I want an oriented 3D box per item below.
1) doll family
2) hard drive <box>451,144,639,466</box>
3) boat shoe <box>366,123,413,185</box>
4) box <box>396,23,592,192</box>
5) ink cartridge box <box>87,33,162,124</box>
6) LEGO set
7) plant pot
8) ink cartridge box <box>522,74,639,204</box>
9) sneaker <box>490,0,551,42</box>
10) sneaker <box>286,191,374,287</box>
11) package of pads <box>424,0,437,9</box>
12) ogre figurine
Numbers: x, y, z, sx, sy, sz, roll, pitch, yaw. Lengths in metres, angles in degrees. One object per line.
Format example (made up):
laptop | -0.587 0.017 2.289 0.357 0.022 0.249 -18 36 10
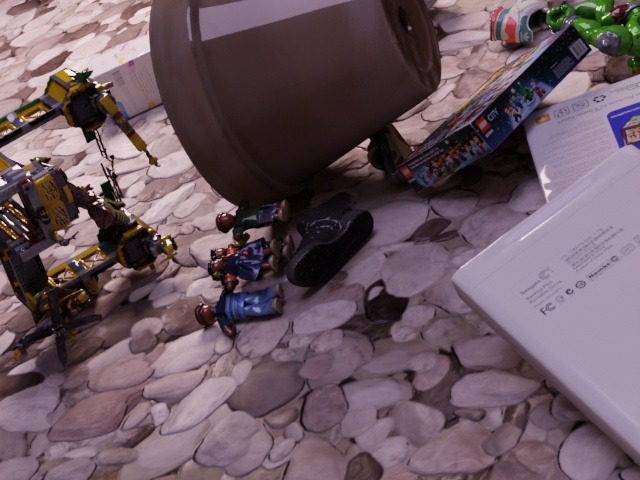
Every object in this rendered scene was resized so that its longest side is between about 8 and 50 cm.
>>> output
doll family | -0.095 0.031 1.638 0.111 0.076 0.193 -9 36 17
hard drive | 0.309 0.066 1.231 0.233 0.047 0.353 -36 42 -8
boat shoe | 0.083 -0.116 1.757 0.049 0.056 0.152 -23 30 -7
box | 0.213 -0.162 1.671 0.233 0.044 0.159 -44 9 -34
ink cartridge box | -0.298 -0.272 2.247 0.143 0.092 0.090 -24 29 -1
LEGO set | -0.293 -0.027 1.648 0.255 0.331 0.192 -25 35 -27
plant pot | -0.012 -0.232 1.717 0.280 0.323 0.323 -19 30 23
ink cartridge box | 0.331 -0.060 1.477 0.175 0.069 0.371 -19 28 11
sneaker | 0.305 -0.329 1.946 0.075 0.057 0.161 18 47 28
sneaker | -0.001 -0.002 1.647 0.089 0.051 0.170 11 40 46
package of pads | 0.014 -0.352 2.136 0.296 0.101 0.229 6 43 43
ogre figurine | 0.394 -0.266 1.714 0.197 0.097 0.118 15 25 -23
